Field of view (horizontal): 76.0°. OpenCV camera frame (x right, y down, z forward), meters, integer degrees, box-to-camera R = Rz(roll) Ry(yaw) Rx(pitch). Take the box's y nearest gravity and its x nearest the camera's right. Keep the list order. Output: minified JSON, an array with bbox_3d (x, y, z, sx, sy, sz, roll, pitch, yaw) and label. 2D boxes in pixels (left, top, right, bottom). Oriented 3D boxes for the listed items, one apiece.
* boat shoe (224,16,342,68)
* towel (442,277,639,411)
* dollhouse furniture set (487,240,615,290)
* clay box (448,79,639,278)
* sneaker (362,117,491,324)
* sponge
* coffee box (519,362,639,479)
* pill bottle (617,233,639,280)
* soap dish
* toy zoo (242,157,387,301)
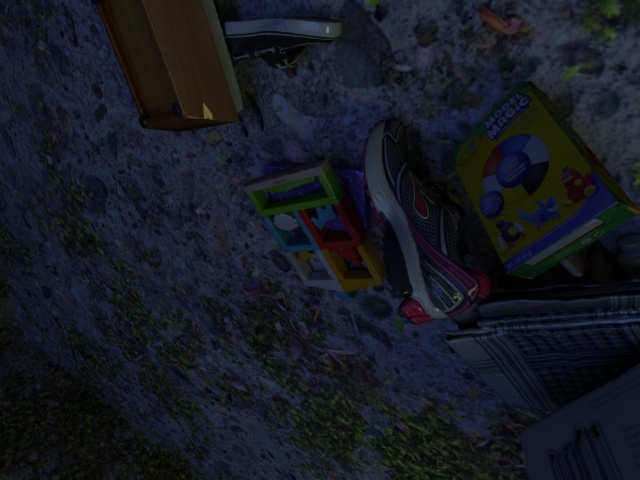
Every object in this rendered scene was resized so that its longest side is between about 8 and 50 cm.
[{"bbox_3d":[-0.058,-0.304,0.632,0.219,0.078,0.070,19,125,35],"label":"boat shoe"},{"bbox_3d":[0.355,0.163,0.545,0.312,0.056,0.324,-12,133,39],"label":"towel"},{"bbox_3d":[0.303,0.065,0.555,0.144,0.123,0.151,45,132,5],"label":"dollhouse furniture set"},{"bbox_3d":[0.235,-0.083,0.479,0.127,0.053,0.222,-49,41,40],"label":"clay box"},{"bbox_3d":[0.140,-0.040,0.568,0.112,0.121,0.299,-21,68,23],"label":"sneaker"},{"bbox_3d":[-0.007,-0.082,0.750,0.210,0.031,0.117,9,121,30],"label":"sponge"},{"bbox_3d":[0.469,0.322,0.375,0.335,0.338,0.337,20,131,-10],"label":"coffee box"},{"bbox_3d":[0.407,0.035,0.519,0.043,0.043,0.083,-18,105,40],"label":"pill bottle"},{"bbox_3d":[-0.266,-0.331,0.700,0.229,0.118,0.290,10,123,47],"label":"soap dish"},{"bbox_3d":[0.000,0.000,0.759,0.192,0.030,0.293,-7,124,41],"label":"toy zoo"}]
